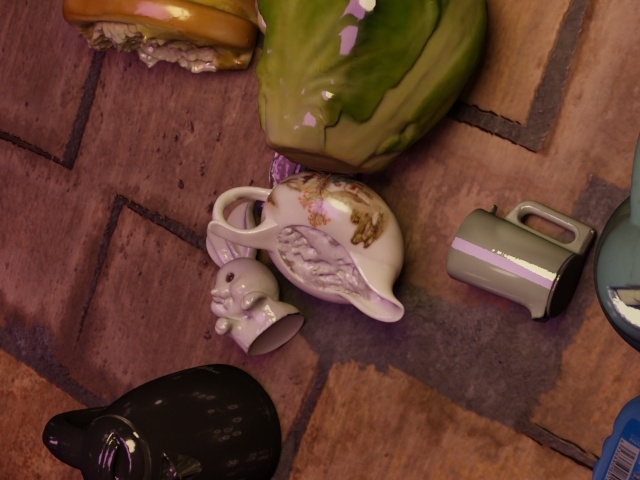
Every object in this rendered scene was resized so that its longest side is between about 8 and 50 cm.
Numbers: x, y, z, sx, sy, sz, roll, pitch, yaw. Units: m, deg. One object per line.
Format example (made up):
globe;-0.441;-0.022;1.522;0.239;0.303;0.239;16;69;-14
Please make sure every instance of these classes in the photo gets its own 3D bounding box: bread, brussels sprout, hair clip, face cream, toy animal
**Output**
bread;-0.232;-0.383;1.797;0.316;0.211;0.270;15;99;29
brussels sprout;0.047;-0.274;1.570;0.315;0.276;0.371;-1;84;24
hair clip;-0.014;-0.106;1.765;0.146;0.056;0.187;24;113;29
face cream;0.388;0.323;1.493;0.149;0.083;0.263;26;106;30
toy animal;-0.122;0.049;1.793;0.103;0.131;0.220;-48;64;40

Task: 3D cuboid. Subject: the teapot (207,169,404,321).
teapot;0.000;0.000;1.670;0.298;0.139;0.204;23;141;16

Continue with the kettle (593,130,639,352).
kettle;0.404;-0.009;1.318;0.247;0.342;0.319;-4;89;34

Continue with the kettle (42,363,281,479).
kettle;-0.246;0.290;1.783;0.268;0.290;0.207;11;99;34

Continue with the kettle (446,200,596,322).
kettle;0.253;0.023;1.576;0.148;0.127;0.098;24;136;28
